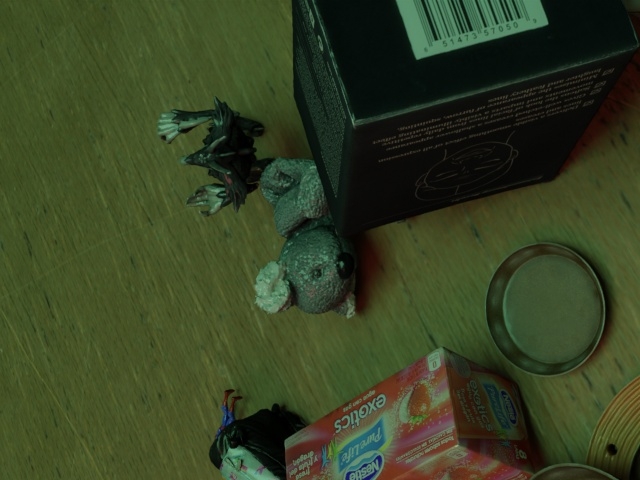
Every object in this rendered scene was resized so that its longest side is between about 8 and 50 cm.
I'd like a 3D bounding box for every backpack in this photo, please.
[{"bbox_3d":[-0.060,0.339,1.650,0.182,0.152,0.115,41,120,19],"label":"backpack"}]

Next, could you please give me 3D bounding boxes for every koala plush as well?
[{"bbox_3d":[0.000,0.000,1.577,0.203,0.196,0.221,9,96,51],"label":"koala plush"}]

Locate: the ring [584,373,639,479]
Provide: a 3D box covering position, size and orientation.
[{"bbox_3d":[0.456,0.295,1.286,0.337,0.032,0.336,-1,88,39],"label":"ring"}]

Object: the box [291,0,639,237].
[{"bbox_3d":[0.135,-0.185,1.270,0.294,0.395,0.212,-16,75,-6],"label":"box"}]

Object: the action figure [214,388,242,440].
[{"bbox_3d":[-0.144,0.291,1.780,0.038,0.030,0.115,30,113,41],"label":"action figure"}]

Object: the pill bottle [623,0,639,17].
[{"bbox_3d":[0.366,-0.306,1.250,0.121,0.216,0.121,-1,89,39],"label":"pill bottle"}]

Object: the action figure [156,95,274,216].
[{"bbox_3d":[-0.151,-0.118,1.635,0.141,0.276,0.164,-14,94,9],"label":"action figure"}]

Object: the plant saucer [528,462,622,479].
[{"bbox_3d":[0.336,0.408,1.321,0.311,0.050,0.310,17,110,55],"label":"plant saucer"}]

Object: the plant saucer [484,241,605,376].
[{"bbox_3d":[0.286,0.086,1.431,0.168,0.029,0.168,-1,89,40],"label":"plant saucer"}]

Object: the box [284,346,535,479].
[{"bbox_3d":[0.108,0.282,1.470,0.300,0.154,0.142,-35,43,33],"label":"box"}]
